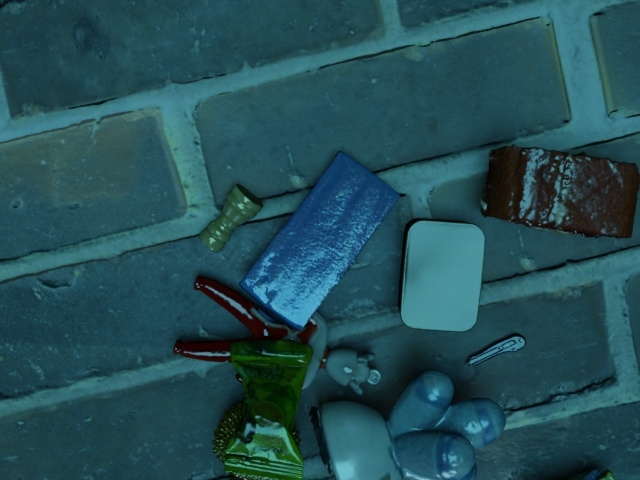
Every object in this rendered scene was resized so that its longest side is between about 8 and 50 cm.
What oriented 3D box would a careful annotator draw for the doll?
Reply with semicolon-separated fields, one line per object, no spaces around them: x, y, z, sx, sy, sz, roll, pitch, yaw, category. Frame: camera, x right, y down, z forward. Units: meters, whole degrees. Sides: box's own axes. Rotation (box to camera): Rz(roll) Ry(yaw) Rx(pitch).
-0.070;0.192;1.833;0.383;0.099;0.188;20;89;0;doll

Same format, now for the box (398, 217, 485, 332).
0.217;0.059;1.819;0.144;0.090;0.201;3;98;-2;box

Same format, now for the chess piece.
-0.165;-0.036;1.811;0.066;0.066;0.122;38;100;-6;chess piece

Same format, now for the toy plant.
0.169;0.358;1.783;0.332;0.247;0.247;-18;98;4;toy plant

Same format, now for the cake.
0.419;-0.087;1.764;0.282;0.177;0.151;6;98;-8;cake

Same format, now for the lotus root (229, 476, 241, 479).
-0.075;0.562;1.841;0.291;0.193;0.193;33;96;-6;lotus root

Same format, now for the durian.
-0.121;0.372;1.827;0.158;0.168;0.137;16;115;13;durian

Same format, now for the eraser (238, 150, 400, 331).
0.000;0.000;1.791;0.144;0.042;0.312;37;83;0;eraser

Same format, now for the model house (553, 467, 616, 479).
0.489;0.526;1.837;0.189;0.195;0.214;-26;76;-3;model house

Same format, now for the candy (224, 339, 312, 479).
-0.095;0.298;1.750;0.149;0.069;0.246;4;64;-1;candy

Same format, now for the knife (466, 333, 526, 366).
0.332;0.209;1.882;0.121;0.018;0.031;-26;96;4;knife
